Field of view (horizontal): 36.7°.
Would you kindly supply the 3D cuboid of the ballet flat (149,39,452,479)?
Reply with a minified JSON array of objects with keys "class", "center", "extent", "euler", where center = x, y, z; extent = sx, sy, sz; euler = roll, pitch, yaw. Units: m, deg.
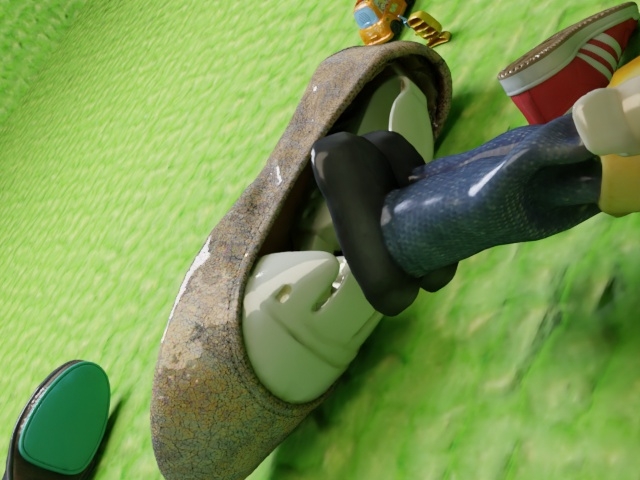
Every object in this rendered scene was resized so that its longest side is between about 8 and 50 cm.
[{"class":"ballet flat","center":[0.000,0.000,0.561],"extent":[0.106,0.107,0.316],"euler":[-8,52,46]}]

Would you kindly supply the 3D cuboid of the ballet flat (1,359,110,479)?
[{"class":"ballet flat","center":[-0.216,0.184,0.727],"extent":[0.074,0.074,0.203],"euler":[-31,36,38]}]

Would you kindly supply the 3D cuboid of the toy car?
[{"class":"toy car","center":[0.063,-0.181,0.737],"extent":[0.060,0.040,0.122],"euler":[-58,26,-8]}]

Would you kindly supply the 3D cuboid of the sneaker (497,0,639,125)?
[{"class":"sneaker","center":[0.141,-0.079,0.500],"extent":[0.118,0.067,0.042],"euler":[-35,9,-38]}]

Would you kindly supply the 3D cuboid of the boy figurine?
[{"class":"boy figurine","center":[0.137,-0.055,0.357],"extent":[0.285,0.092,0.177],"euler":[-25,-3,28]}]
